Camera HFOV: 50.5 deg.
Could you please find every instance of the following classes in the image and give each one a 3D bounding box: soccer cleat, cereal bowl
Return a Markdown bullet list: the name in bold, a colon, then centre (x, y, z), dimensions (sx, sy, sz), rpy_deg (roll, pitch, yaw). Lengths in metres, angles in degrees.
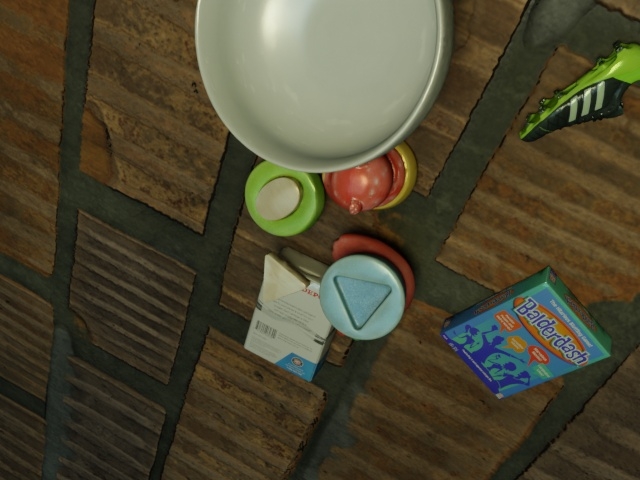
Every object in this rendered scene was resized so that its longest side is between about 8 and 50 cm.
- **soccer cleat**: centre (0.332, -0.170, 0.850), dimensions (0.072, 0.060, 0.179), rpy_deg (45, 126, -9)
- **cereal bowl**: centre (0.015, -0.257, 0.862), dimensions (0.338, 0.141, 0.339), rpy_deg (7, 104, 28)

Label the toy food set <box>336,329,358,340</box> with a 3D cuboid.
- **toy food set**: centre (0.058, 0.144, 1.219), dimensions (0.082, 0.020, 0.083), rpy_deg (-17, 113, 34)

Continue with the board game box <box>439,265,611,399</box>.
- **board game box**: centre (0.322, 0.153, 1.079), dimensions (0.160, 0.047, 0.210), rpy_deg (47, 128, -9)

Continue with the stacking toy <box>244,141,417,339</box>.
- **stacking toy**: centre (0.000, 0.000, 1.017), dimensions (0.279, 0.130, 0.309), rpy_deg (0, 104, 20)

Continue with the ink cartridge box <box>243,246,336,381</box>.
- **ink cartridge box**: centre (-0.039, 0.129, 1.191), dimensions (0.139, 0.082, 0.191), rpy_deg (25, 116, 13)
